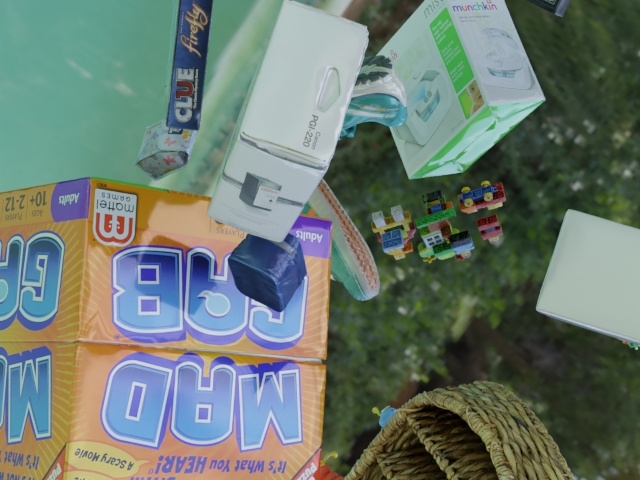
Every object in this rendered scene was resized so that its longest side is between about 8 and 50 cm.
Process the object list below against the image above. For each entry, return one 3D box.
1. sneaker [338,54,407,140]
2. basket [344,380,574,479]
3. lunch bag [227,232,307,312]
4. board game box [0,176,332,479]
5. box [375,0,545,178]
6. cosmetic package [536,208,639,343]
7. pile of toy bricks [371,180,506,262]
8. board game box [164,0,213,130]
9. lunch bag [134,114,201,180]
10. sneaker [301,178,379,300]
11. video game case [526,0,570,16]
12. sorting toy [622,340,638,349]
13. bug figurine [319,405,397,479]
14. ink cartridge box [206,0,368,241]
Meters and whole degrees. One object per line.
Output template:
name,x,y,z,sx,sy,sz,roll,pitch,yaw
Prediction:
sneaker,0.006,-0.199,1.886,0.275,0.110,0.107,-4,-144,34
basket,0.182,0.331,1.625,0.299,0.223,0.213,-124,-147,-52
lunch bag,-0.053,0.027,1.349,0.065,0.067,0.098,-56,160,-23
board game box,-0.240,0.136,1.526,0.356,0.357,0.356,-5,-100,48
box,0.221,-0.266,2.062,0.127,0.231,0.262,-9,161,-31
cosmetic package,0.498,0.082,1.713,0.197,0.366,0.155,19,87,-75
pile of toy bricks,0.193,-0.005,1.909,0.212,0.105,0.118,-17,-132,14
board game box,-0.170,-0.248,1.577,0.243,0.042,0.165,-113,-150,-71
lunch bag,-0.199,-0.129,1.644,0.083,0.053,0.071,-18,-136,34
sneaker,0.000,0.000,2.329,0.121,0.302,0.108,-37,160,19
video game case,0.370,-0.554,2.110,0.035,0.248,0.274,4,115,-50
sorting toy,0.617,0.204,2.452,0.083,0.062,0.012,6,104,-65
bug figurine,0.112,0.354,1.879,0.279,0.216,0.072,-30,144,-47
ink cartridge box,-0.036,-0.111,1.215,0.218,0.092,0.158,129,-21,-67
